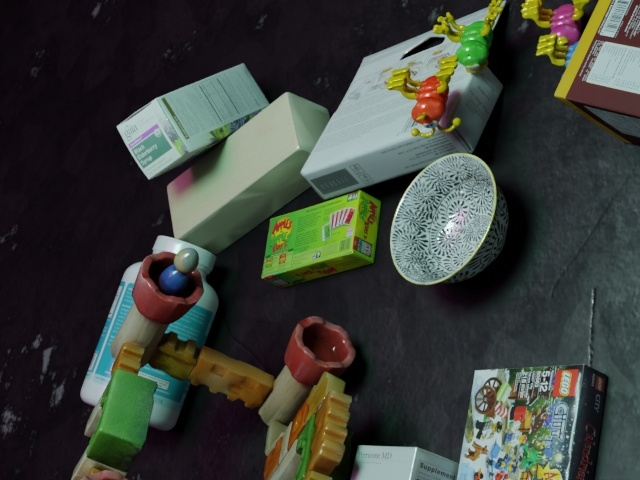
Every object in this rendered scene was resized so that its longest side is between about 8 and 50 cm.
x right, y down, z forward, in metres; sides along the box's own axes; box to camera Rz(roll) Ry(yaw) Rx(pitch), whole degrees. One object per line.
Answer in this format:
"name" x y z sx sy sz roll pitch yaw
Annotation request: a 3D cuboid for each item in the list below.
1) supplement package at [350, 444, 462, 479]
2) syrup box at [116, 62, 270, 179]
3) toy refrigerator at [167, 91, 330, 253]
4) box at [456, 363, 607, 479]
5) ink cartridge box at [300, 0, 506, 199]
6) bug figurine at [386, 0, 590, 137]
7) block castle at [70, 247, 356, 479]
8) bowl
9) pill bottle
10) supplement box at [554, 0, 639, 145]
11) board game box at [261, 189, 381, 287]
"supplement package" 0.091 0.330 1.682 0.105 0.105 0.179 -8 63 50
"syrup box" -0.181 -0.177 2.200 0.093 0.237 0.096 -31 91 36
"toy refrigerator" -0.098 -0.093 2.173 0.269 0.094 0.102 -36 52 33
"box" 0.221 0.253 1.623 0.159 0.044 0.233 -10 62 48
"ink cartridge box" 0.124 -0.184 1.987 0.275 0.060 0.239 -16 35 45
"bug figurine" 0.229 -0.218 1.795 0.279 0.072 0.216 -10 36 28
"block castle" -0.120 0.234 1.742 0.213 0.303 0.453 -57 15 36
"bowl" 0.171 -0.013 1.809 0.170 0.080 0.170 -28 49 38
"pill bottle" -0.237 0.131 2.160 0.146 0.146 0.264 9 77 52
"supplement box" 0.395 -0.199 1.608 0.194 0.129 0.191 24 88 53
"board game box" 0.000 0.000 2.037 0.181 0.043 0.092 -16 57 44
